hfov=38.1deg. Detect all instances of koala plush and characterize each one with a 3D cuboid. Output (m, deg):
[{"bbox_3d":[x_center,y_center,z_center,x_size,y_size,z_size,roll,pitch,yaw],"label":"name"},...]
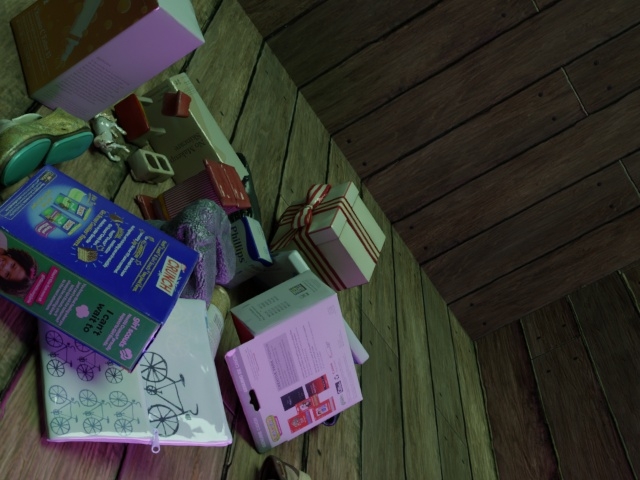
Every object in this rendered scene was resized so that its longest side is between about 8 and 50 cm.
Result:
[{"bbox_3d":[-0.308,0.010,1.894,0.196,0.221,0.203,-49,140,-64],"label":"koala plush"}]

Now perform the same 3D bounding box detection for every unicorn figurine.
[{"bbox_3d":[-0.471,-0.226,2.060,0.162,0.060,0.111,52,11,33],"label":"unicorn figurine"}]

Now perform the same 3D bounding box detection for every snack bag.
[{"bbox_3d":[-0.316,0.211,1.591,0.342,0.037,0.323,12,44,-33],"label":"snack bag"}]

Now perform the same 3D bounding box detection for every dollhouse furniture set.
[{"bbox_3d":[-0.338,-0.196,2.130,0.374,0.201,0.152,65,17,11],"label":"dollhouse furniture set"}]

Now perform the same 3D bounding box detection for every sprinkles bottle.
[{"bbox_3d":[-0.262,0.208,1.838,0.121,0.121,0.355,55,18,-19],"label":"sprinkles bottle"}]

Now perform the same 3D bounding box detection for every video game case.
[{"bbox_3d":[-0.045,0.170,2.351,0.329,0.036,0.300,56,-23,-13],"label":"video game case"}]

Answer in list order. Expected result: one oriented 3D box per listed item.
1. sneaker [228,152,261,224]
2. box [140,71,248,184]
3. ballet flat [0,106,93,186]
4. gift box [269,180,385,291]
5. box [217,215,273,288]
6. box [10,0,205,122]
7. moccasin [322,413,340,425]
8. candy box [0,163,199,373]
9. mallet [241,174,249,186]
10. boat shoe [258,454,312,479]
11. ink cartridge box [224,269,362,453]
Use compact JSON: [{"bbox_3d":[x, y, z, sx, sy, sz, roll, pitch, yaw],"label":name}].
[{"bbox_3d":[-0.220,-0.112,2.543,0.130,0.109,0.286,54,23,-54],"label":"sneaker"},{"bbox_3d":[-0.331,-0.249,2.337,0.311,0.148,0.121,57,18,-8],"label":"box"},{"bbox_3d":[-0.541,-0.182,1.711,0.123,0.123,0.348,59,18,-7],"label":"ballet flat"},{"bbox_3d":[0.000,0.000,2.727,0.258,0.276,0.255,57,30,-26],"label":"gift box"},{"bbox_3d":[-0.202,0.029,2.267,0.072,0.137,0.126,31,34,-57],"label":"box"},{"bbox_3d":[-0.450,-0.440,1.953,0.168,0.345,0.215,30,34,-59],"label":"box"},{"bbox_3d":[-0.033,0.303,2.294,0.342,0.137,0.117,56,2,-11],"label":"moccasin"},{"bbox_3d":[-0.389,0.038,1.559,0.317,0.122,0.268,31,23,-7],"label":"candy box"},{"bbox_3d":[-0.231,-0.079,2.303,0.039,0.190,0.062,33,28,1],"label":"mallet"},{"bbox_3d":[-0.105,0.528,1.812,0.123,0.123,0.342,44,19,-6],"label":"boat shoe"},{"bbox_3d":[-0.077,0.266,2.013,0.130,0.272,0.309,38,-32,51],"label":"ink cartridge box"}]
